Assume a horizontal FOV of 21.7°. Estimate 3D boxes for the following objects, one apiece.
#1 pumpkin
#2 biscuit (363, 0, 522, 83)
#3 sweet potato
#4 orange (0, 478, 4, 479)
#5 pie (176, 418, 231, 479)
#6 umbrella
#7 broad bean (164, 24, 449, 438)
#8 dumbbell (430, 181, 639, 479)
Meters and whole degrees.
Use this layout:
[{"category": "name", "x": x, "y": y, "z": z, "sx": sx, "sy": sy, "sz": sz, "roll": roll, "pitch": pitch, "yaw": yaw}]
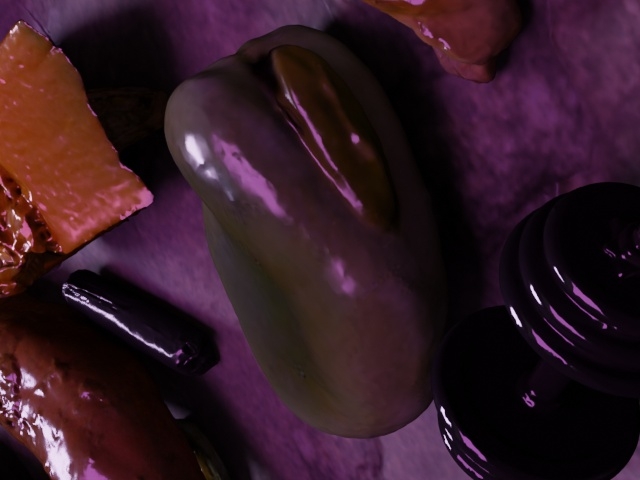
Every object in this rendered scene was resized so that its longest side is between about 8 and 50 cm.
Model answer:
[{"category": "pumpkin", "x": -0.175, "y": -0.045, "z": 0.999, "sx": 0.248, "sy": 0.126, "sz": 0.131, "roll": -29, "pitch": 97, "yaw": 38}, {"category": "biscuit", "x": 0.016, "y": -0.151, "z": 0.728, "sx": 0.183, "sy": 0.061, "sz": 0.118, "roll": 46, "pitch": 141, "yaw": 20}, {"category": "sweet potato", "x": -0.164, "y": 0.098, "z": 1.087, "sx": 0.354, "sy": 0.095, "sz": 0.106, "roll": 40, "pitch": 165, "yaw": 35}, {"category": "orange", "x": -0.329, "y": 0.309, "z": 1.359, "sx": 0.368, "sy": 0.210, "sz": 0.271, "roll": -23, "pitch": 98, "yaw": 57}, {"category": "pie", "x": -0.084, "y": 0.155, "z": 1.101, "sx": 0.084, "sy": 0.021, "sz": 0.084, "roll": 31, "pitch": 136, "yaw": 35}, {"category": "umbrella", "x": -0.117, "y": 0.052, "z": 1.061, "sx": 0.133, "sy": 0.031, "sz": 0.036, "roll": 26, "pitch": 134, "yaw": 39}, {"category": "broad bean", "x": 0.000, "y": 0.000, "z": 0.833, "sx": 0.169, "sy": 0.100, "sz": 0.228, "roll": 43, "pitch": 154, "yaw": 35}, {"category": "dumbbell", "x": 0.107, "y": 0.047, "z": 0.721, "sx": 0.099, "sy": 0.099, "sz": 0.208, "roll": 47, "pitch": 142, "yaw": 18}]
